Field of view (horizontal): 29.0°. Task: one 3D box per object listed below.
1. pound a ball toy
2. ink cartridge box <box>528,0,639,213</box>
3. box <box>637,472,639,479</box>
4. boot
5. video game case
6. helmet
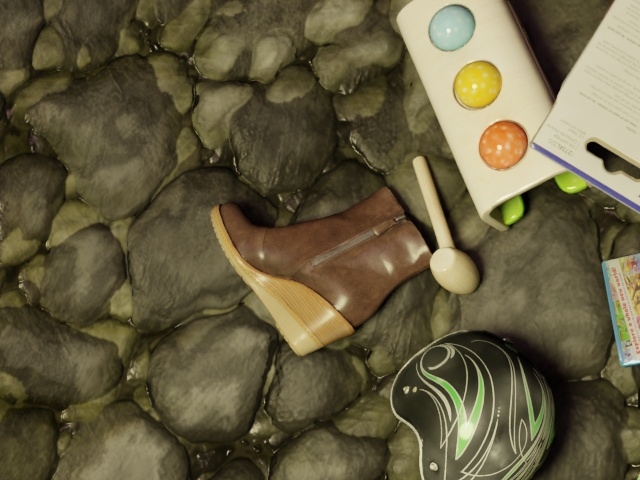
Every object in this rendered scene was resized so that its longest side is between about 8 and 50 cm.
[{"bbox_3d":[0.167,-0.125,1.408,0.208,0.136,0.319,-27,67,19],"label":"pound a ball toy"},{"bbox_3d":[0.389,-0.211,1.316,0.176,0.069,0.371,32,89,3],"label":"ink cartridge box"},{"bbox_3d":[0.450,0.255,1.091,0.290,0.279,0.177,20,88,29],"label":"box"},{"bbox_3d":[0.000,0.000,1.509,0.207,0.090,0.248,-38,62,1],"label":"boot"},{"bbox_3d":[0.392,0.062,1.317,0.166,0.015,0.119,-14,73,23],"label":"video game case"},{"bbox_3d":[0.169,0.194,1.316,0.169,0.169,0.161,-43,46,11],"label":"helmet"}]
